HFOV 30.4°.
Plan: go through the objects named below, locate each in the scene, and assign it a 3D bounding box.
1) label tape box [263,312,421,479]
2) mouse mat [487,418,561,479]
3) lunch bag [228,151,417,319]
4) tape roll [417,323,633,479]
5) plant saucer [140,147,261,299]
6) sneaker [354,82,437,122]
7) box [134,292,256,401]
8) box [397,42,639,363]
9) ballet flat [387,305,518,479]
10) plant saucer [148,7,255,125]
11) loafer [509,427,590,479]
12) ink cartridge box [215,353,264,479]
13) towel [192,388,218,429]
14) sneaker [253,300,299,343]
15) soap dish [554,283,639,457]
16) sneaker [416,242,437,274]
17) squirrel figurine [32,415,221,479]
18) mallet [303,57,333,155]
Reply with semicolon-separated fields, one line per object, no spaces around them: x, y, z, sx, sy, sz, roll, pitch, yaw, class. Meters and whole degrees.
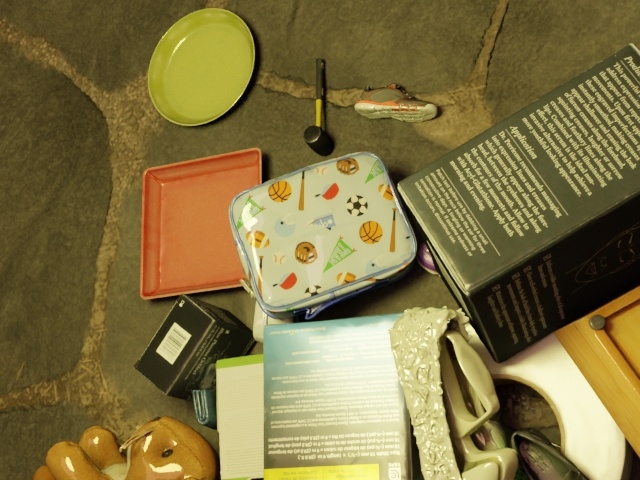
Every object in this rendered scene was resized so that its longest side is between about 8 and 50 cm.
0.038;0.293;1.839;0.240;0.106;0.334;-6;73;19;label tape box
0.283;0.368;1.852;0.189;0.007;0.153;18;84;28;mouse mat
0.000;0.000;1.977;0.303;0.115;0.243;-20;79;-4;lunch bag
0.286;0.316;1.821;0.392;0.072;0.392;-7;73;24;tape roll
-0.213;-0.025;2.185;0.259;0.047;0.259;-9;72;25;plant saucer
0.135;-0.250;2.068;0.157;0.061;0.065;9;74;27;sneaker
-0.214;0.194;2.060;0.093;0.158;0.156;35;93;30;box
0.353;-0.044;1.718;0.395;0.293;0.212;-30;60;1;box
0.209;0.284;1.703;0.147;0.147;0.409;-21;81;20;ballet flat
-0.224;-0.332;2.281;0.240;0.037;0.241;-7;73;25;plant saucer
0.351;0.361;1.690;0.076;0.078;0.223;-45;62;8;loafer
-0.073;0.323;1.991;0.188;0.097;0.255;-10;73;23;ink cartridge box
-0.182;0.296;2.039;0.029;0.119;0.067;-15;69;17;towel
-0.056;0.057;2.071;0.091;0.094;0.258;5;82;9;sneaker
0.511;0.185;1.683;0.228;0.118;0.291;-27;64;-10;soap dish
0.234;0.030;1.933;0.169;0.071;0.068;12;82;29;sneaker
-0.316;0.498;2.006;0.370;0.281;0.397;-26;80;7;squirrel figurine
0.002;-0.243;2.150;0.039;0.062;0.190;-9;57;23;mallet
